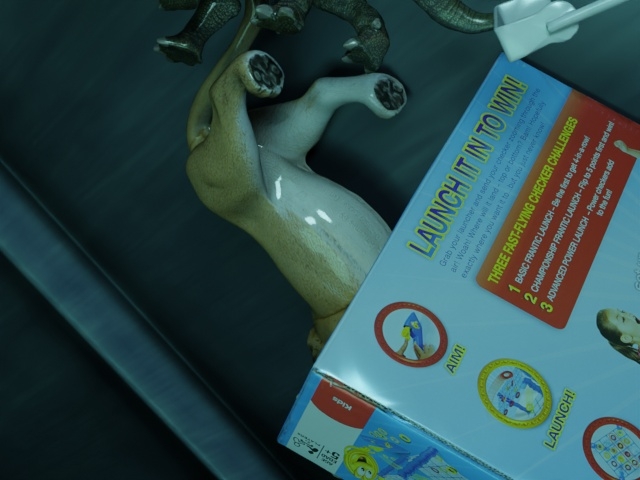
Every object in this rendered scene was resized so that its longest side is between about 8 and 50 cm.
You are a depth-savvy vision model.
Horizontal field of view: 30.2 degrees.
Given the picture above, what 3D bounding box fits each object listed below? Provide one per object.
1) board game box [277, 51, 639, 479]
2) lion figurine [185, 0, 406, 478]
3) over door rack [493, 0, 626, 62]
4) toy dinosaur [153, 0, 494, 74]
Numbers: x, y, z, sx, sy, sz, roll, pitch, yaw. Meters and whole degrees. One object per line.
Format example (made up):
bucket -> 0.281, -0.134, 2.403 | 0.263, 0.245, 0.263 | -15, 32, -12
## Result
board game box -> 0.178, 0.066, 0.723 | 0.302, 0.308, 0.086 | 30, 141, 5
lion figurine -> 0.000, 0.000, 0.928 | 0.240, 0.142, 0.392 | -23, 100, 52
over door rack -> 0.174, -0.231, 0.533 | 0.324, 0.108, 0.239 | -17, 110, 29
toy dinosaur -> -0.024, -0.193, 0.735 | 0.314, 0.160, 0.121 | 4, 161, 12
